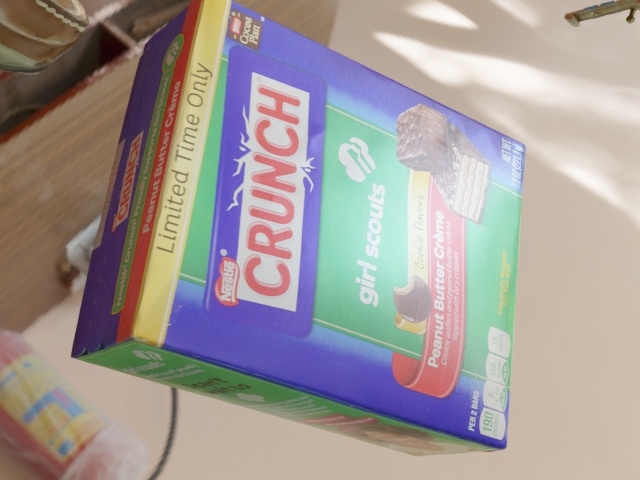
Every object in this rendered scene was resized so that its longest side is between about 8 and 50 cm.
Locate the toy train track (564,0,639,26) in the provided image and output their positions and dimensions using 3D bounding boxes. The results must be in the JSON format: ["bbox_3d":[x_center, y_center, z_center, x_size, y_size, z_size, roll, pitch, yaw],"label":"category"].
[{"bbox_3d":[0.209,-0.161,0.700,0.083,0.048,0.014,-3,-121,50],"label":"toy train track"}]

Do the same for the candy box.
[{"bbox_3d":[0.000,0.000,0.760,0.122,0.317,0.268,-26,-130,54],"label":"candy box"}]

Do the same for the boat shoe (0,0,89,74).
[{"bbox_3d":[-0.212,-0.200,0.412,0.120,0.122,0.324,-44,132,5],"label":"boat shoe"}]
